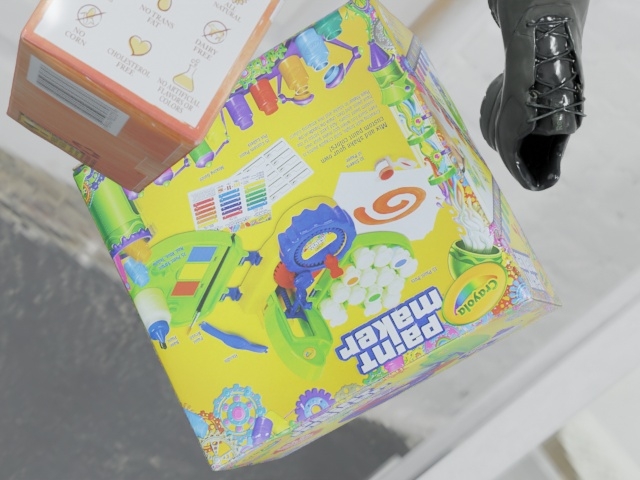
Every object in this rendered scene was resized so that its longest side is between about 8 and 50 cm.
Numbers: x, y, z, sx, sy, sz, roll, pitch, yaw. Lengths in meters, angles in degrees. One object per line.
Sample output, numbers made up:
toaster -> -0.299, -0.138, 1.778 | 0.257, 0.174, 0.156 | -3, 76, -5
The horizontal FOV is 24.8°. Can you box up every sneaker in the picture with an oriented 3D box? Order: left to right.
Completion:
sneaker -> 0.229, -0.175, 1.469 | 0.109, 0.286, 0.130 | -9, 41, -5

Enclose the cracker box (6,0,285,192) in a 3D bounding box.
cracker box -> -0.024, -0.136, 0.515 | 0.067, 0.156, 0.232 | 32, 79, -10

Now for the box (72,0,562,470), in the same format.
box -> 0.000, 0.000, 1.213 | 0.279, 0.290, 0.177 | 64, 13, 12
